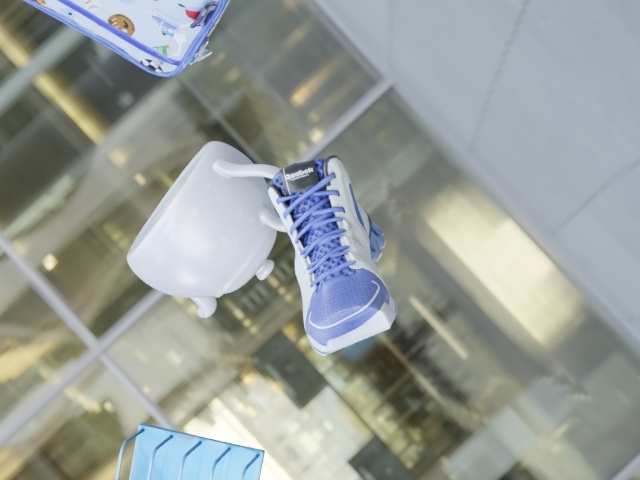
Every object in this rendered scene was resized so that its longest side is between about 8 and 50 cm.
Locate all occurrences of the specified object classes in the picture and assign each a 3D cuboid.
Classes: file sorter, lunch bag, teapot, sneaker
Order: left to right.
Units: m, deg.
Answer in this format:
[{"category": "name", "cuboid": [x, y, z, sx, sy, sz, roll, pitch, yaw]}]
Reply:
[{"category": "lunch bag", "cuboid": [-0.251, -0.339, 1.926, 0.303, 0.115, 0.243, 31, 140, -11]}, {"category": "file sorter", "cuboid": [-0.172, 0.318, 1.969, 0.170, 0.118, 0.104, 11, -173, 8]}, {"category": "teapot", "cuboid": [-0.146, -0.010, 2.244, 0.187, 0.252, 0.256, 35, 180, -8]}, {"category": "sneaker", "cuboid": [0.000, -0.001, 1.982, 0.182, 0.127, 0.315, 60, -167, -25]}]
